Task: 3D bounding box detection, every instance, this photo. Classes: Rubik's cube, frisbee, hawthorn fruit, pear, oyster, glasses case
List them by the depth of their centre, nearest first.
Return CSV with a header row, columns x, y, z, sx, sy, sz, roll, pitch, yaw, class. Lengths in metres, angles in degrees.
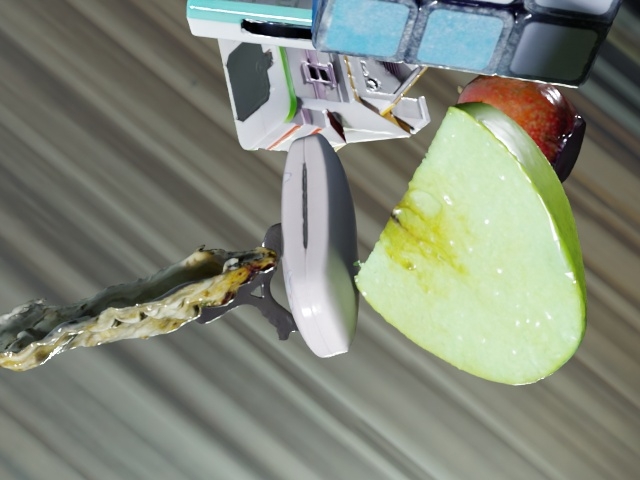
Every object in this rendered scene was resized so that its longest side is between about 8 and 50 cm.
x,y,z,sx,sy,sz,roll,pitch,yaw,class
0.190,0.014,1.475,0.139,0.239,0.288,-23,153,-37,pear
-0.206,0.076,1.567,0.345,0.079,0.129,-17,-170,1,oyster
0.000,0.000,1.638,0.075,0.113,0.297,-14,-139,10,glasses case
0.183,-0.424,1.722,0.362,0.363,0.359,111,-14,-49,Rubik's cube
-0.087,0.088,2.348,0.211,0.187,0.012,-47,-146,-9,frisbee
0.306,-0.188,2.402,0.215,0.250,0.215,-25,144,-20,hawthorn fruit

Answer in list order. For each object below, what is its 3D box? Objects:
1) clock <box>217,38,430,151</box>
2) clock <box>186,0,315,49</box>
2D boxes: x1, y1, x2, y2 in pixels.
x,y,z,sx,sy,sz,roll,pitch,yaw,class
0.018,-0.243,2.229,0.309,0.235,0.166,3,155,-36,clock
-0.024,-0.338,1.988,0.116,0.262,0.231,85,15,-51,clock
